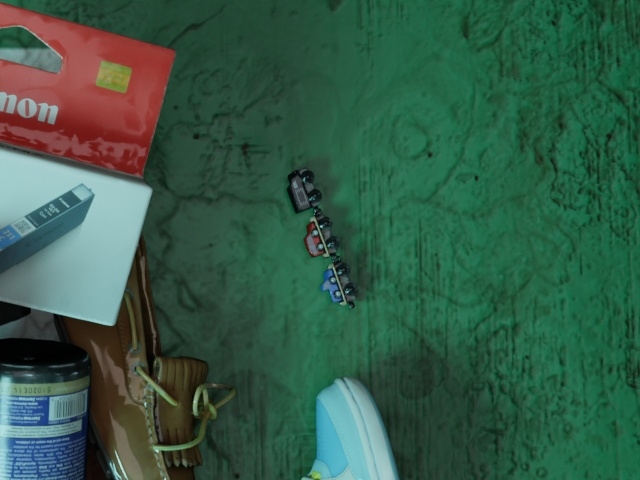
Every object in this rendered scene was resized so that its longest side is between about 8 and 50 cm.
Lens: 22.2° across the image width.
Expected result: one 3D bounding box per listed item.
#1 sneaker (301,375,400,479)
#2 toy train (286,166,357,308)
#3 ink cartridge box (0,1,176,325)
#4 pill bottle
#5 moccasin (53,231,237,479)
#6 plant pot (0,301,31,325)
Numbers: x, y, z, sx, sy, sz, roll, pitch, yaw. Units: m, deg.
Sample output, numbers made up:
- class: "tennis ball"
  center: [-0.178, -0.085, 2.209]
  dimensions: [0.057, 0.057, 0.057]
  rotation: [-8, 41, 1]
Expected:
- class: "sneaker"
  center: [-0.022, 0.304, 1.648]
  dimensions: [0.208, 0.127, 0.319]
  rotation: [-7, 85, -10]
- class: "toy train"
  center: [0.000, 0.000, 1.725]
  dimensions: [0.036, 0.027, 0.158]
  rotation: [-21, 88, -6]
- class: "ink cartridge box"
  center: [-0.298, -0.082, 1.480]
  dimensions: [0.296, 0.066, 0.261]
  rotation: [14, 98, -16]
- class: "pill bottle"
  center: [-0.282, 0.210, 1.549]
  dimensions: [0.122, 0.123, 0.219]
  rotation: [3, 98, -8]
- class: "moccasin"
  center: [-0.168, 0.144, 1.644]
  dimensions: [0.147, 0.139, 0.380]
  rotation: [-20, 79, 0]
- class: "plant pot"
  center: [-0.372, 0.013, 1.602]
  dimensions: [0.188, 0.187, 0.167]
  rotation: [-22, 98, -9]
